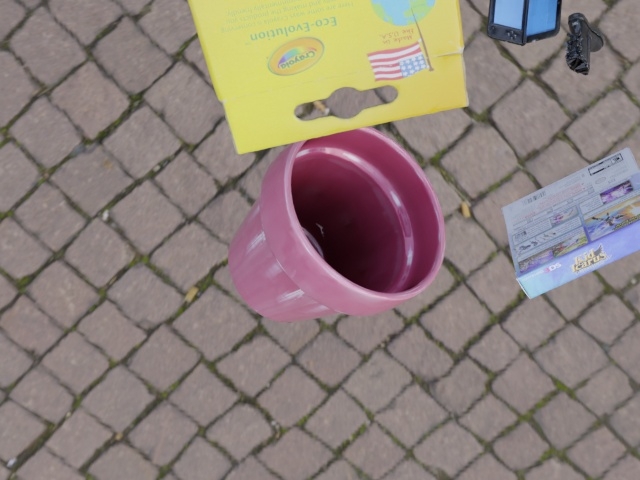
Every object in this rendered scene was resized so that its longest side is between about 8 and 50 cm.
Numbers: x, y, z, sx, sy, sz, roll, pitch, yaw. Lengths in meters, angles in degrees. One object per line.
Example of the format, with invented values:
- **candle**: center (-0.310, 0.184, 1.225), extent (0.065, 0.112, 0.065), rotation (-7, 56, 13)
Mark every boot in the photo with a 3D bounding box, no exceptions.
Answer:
- **boot**: center (0.485, -0.350, 1.774), extent (0.045, 0.099, 0.121), rotation (-11, 152, 35)

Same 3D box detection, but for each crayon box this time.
- **crayon box**: center (-0.009, -0.232, 0.717), extent (0.202, 0.081, 0.318), rotation (-10, 126, 4)

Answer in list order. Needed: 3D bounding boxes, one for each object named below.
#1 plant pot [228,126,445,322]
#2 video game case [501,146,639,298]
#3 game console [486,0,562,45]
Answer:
- **plant pot**: center (0.000, 0.000, 1.026), extent (0.201, 0.201, 0.180), rotation (44, 138, -11)
- **video game case**: center (0.479, -0.035, 1.778), extent (0.269, 0.244, 0.061), rotation (-27, 117, 19)
- **game console**: center (0.353, -0.407, 1.668), extent (0.107, 0.071, 0.122), rotation (11, 75, -11)
